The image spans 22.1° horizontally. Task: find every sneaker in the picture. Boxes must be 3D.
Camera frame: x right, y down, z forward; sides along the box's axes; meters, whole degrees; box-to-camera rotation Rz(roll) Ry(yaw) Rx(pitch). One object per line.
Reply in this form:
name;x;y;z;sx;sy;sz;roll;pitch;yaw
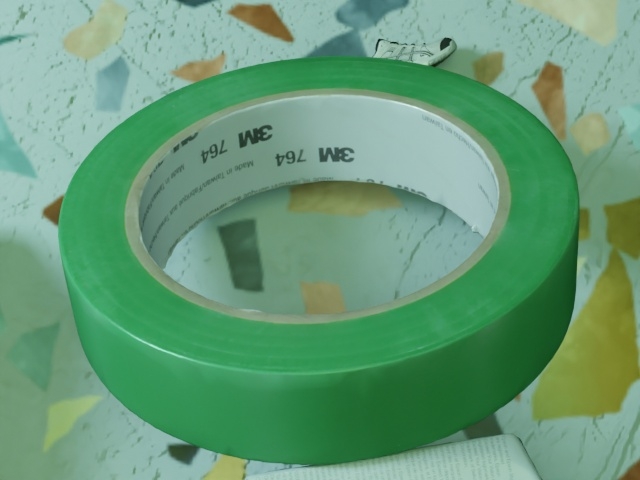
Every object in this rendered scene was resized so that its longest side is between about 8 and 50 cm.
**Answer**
sneaker;0.057;-0.132;1.176;0.083;0.032;0.037;-25;85;-8

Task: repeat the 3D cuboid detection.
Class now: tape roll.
tape roll;0.000;0.000;1.033;0.321;0.077;0.321;-4;39;3

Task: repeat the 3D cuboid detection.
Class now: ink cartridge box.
ink cartridge box;0.061;0.158;1.042;0.224;0.223;0.045;-7;79;-6
